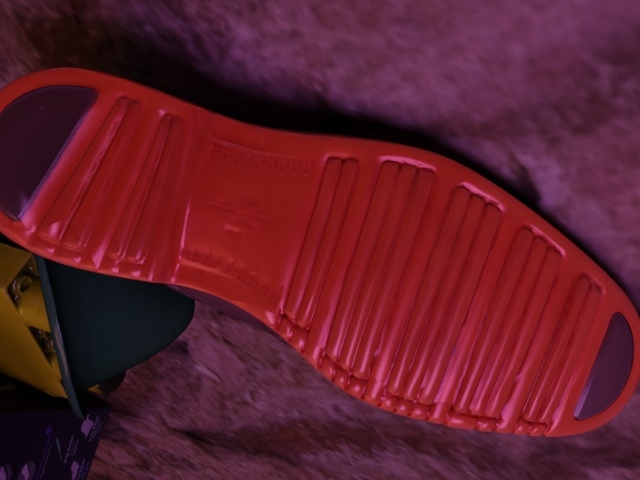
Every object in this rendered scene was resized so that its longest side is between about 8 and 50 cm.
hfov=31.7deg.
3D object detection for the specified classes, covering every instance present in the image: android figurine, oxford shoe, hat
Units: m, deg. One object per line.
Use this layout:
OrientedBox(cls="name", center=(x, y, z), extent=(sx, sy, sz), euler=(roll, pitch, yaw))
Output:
OrientedBox(cls="android figurine", center=(-0.301, 0.052, 0.994), extent=(0.273, 0.056, 0.248), euler=(16, 146, 25))
OrientedBox(cls="oxford shoe", center=(0.000, 0.000, 0.623), extent=(0.364, 0.130, 0.133), euler=(24, -179, 2))
OrientedBox(cls="hat", center=(-0.102, 0.028, 0.807), extent=(0.208, 0.184, 0.173), euler=(-116, 16, -49))

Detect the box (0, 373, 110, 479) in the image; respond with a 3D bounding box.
OrientedBox(cls="box", center=(-0.340, 0.192, 1.025), extent=(0.165, 0.143, 0.270), euler=(18, 180, 19))
